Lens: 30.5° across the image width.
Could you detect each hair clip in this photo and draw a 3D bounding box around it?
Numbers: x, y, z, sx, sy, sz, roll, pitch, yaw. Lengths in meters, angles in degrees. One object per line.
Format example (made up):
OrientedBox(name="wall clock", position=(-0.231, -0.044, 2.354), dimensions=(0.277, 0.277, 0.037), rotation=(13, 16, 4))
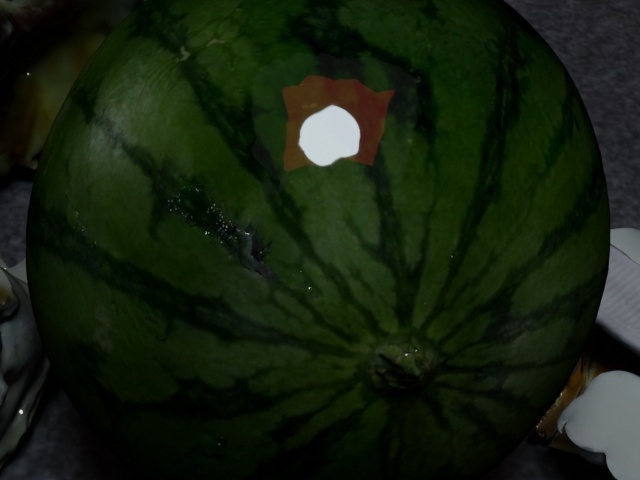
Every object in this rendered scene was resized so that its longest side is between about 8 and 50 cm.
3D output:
OrientedBox(name="hair clip", position=(0.142, 0.033, 0.565), dimensions=(0.140, 0.054, 0.220), rotation=(-28, 44, -21))

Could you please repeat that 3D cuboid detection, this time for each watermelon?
OrientedBox(name="watermelon", position=(-0.001, -0.002, 0.484), dimensions=(0.242, 0.242, 0.242), rotation=(4, 48, -4))

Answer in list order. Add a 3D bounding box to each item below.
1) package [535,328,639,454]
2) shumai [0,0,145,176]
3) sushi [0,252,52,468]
OrientedBox(name="package", position=(0.178, 0.080, 0.573), dimensions=(0.120, 0.031, 0.108), rotation=(24, 51, 15))
OrientedBox(name="shumai", position=(-0.274, -0.145, 0.516), dimensions=(0.395, 0.395, 0.348), rotation=(-34, 67, -31))
OrientedBox(name="sushi", position=(-0.190, 0.089, 0.485), dimensions=(0.134, 0.109, 0.273), rotation=(4, 31, 6))
